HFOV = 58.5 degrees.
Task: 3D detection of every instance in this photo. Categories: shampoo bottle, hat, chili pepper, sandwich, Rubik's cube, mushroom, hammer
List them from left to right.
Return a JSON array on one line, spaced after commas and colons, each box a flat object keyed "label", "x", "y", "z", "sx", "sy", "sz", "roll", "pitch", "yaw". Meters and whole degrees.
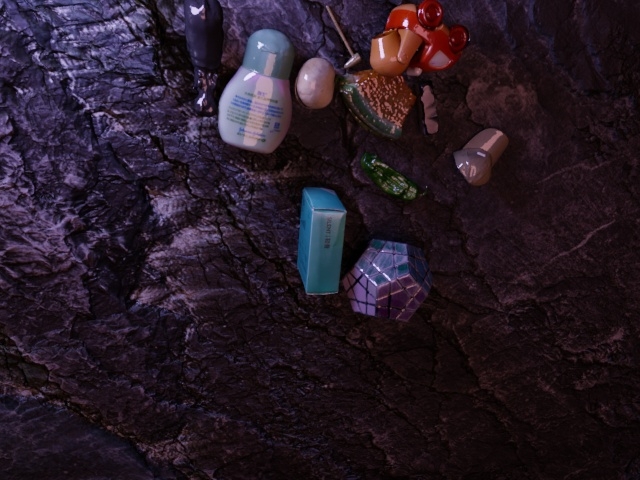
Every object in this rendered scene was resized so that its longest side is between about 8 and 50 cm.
[{"label": "shampoo bottle", "x": -0.178, "y": -0.448, "z": 1.701, "sx": 0.221, "sy": 0.151, "sz": 0.350, "roll": 13, "pitch": 112, "yaw": -12}, {"label": "mushroom", "x": -0.019, "y": -0.478, "z": 1.739, "sx": 0.154, "sy": 0.122, "sz": 0.154, "roll": -26, "pitch": 124, "yaw": -46}, {"label": "hammer", "x": 0.056, "y": -0.621, "z": 1.744, "sx": 0.060, "sy": 0.028, "sz": 0.195, "roll": -29, "pitch": 114, "yaw": 10}, {"label": "sandwich", "x": 0.190, "y": -0.435, "z": 1.808, "sx": 0.212, "sy": 0.109, "sz": 0.292, "roll": -30, "pitch": 117, "yaw": 3}, {"label": "Rubik's cube", "x": 0.235, "y": 0.139, "z": 1.999, "sx": 0.264, "sy": 0.319, "sz": 0.319, "roll": -25, "pitch": 121, "yaw": 30}, {"label": "chili pepper", "x": 0.245, "y": -0.208, "z": 1.945, "sx": 0.257, "sy": 0.074, "sz": 0.100, "roll": 30, "pitch": 106, "yaw": -22}, {"label": "hat", "x": 0.569, "y": -0.282, "z": 1.958, "sx": 0.166, "sy": 0.144, "sz": 0.173, "roll": 33, "pitch": 127, "yaw": -26}]

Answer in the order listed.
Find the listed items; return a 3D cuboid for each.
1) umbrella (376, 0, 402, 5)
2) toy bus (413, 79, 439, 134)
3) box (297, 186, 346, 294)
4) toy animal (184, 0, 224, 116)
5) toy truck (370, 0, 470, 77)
[{"label": "umbrella", "x": 0.134, "y": -0.745, "z": 1.682, "sx": 0.235, "sy": 0.059, "sz": 0.066, "roll": 15, "pitch": 132, "yaw": -20}, {"label": "toy bus", "x": 0.345, "y": -0.434, "z": 1.862, "sx": 0.057, "sy": 0.072, "sz": 0.172, "roll": -16, "pitch": 115, "yaw": -6}, {"label": "box", "x": 0.000, "y": 0.000, "z": 1.919, "sx": 0.118, "sy": 0.205, "sz": 0.311, "roll": -1, "pitch": 115, "yaw": -13}, {"label": "toy animal", "x": -0.328, "y": -0.534, "z": 1.625, "sx": 0.106, "sy": 0.168, "sz": 0.343, "roll": -4, "pitch": 130, "yaw": -12}, {"label": "toy truck", "x": 0.278, "y": -0.564, "z": 1.690, "sx": 0.265, "sy": 0.189, "sz": 0.239, "roll": 27, "pitch": 93, "yaw": -29}]
